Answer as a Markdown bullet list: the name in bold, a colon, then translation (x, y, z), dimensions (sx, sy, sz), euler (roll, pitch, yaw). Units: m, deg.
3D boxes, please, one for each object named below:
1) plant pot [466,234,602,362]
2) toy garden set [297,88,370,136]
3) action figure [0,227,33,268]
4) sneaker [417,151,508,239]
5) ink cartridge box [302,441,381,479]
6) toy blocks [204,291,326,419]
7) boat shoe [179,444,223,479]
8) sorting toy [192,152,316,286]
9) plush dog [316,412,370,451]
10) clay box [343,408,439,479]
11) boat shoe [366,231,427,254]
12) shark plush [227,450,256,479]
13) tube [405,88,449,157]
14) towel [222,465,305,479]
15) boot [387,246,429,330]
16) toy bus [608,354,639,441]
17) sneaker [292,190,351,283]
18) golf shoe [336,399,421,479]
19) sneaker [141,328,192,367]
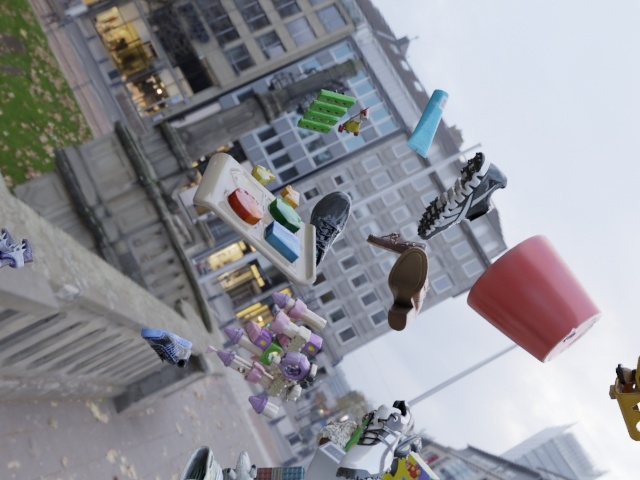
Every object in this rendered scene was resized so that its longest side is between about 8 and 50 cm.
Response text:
- **plant pot**: translation (0.561, 0.162, 1.504), dimensions (0.243, 0.275, 0.275), euler (52, -12, 30)
- **toy garden set**: translation (0.059, -0.405, 1.836), dimensions (0.244, 0.204, 0.049), euler (148, -51, -67)
- **action figure**: translation (-0.954, 0.074, 1.629), dimensions (0.285, 0.186, 0.099), euler (-54, 151, -57)
- **sneaker**: translation (0.300, -0.071, 1.215), dimensions (0.106, 0.234, 0.078), euler (27, 35, -14)
- **ink cartridge box**: translation (0.066, 0.591, 1.187), dimensions (0.275, 0.238, 0.060), euler (30, 14, 27)
- **toy blocks**: translation (-0.171, 0.323, 1.723), dimensions (0.260, 0.288, 0.309), euler (34, 26, -9)
- **boat shoe**: translation (-0.288, 0.574, 1.284), dimensions (0.302, 0.109, 0.094), euler (-93, 168, -76)
- **sorting toy**: translation (-0.095, -0.068, 1.008), dimensions (0.229, 0.041, 0.307), euler (39, 21, -19)
- **plush dog**: translation (0.122, 0.664, 1.903), dimensions (0.210, 0.226, 0.262), euler (-76, 156, -67)
- **clay box**: translation (0.139, 0.486, 1.281), dimensions (0.053, 0.127, 0.222), euler (35, 4, -46)
- **boat shoe**: translation (0.264, 0.008, 2.009), dimensions (0.073, 0.207, 0.073), euler (-95, -156, -74)
- **shark plush**: translation (-0.183, 0.625, 1.486), dimensions (0.067, 0.073, 0.161), euler (156, -85, -84)
- **tube**: translation (0.332, -0.361, 1.778), dimensions (0.080, 0.207, 0.052), euler (28, -11, -18)
- **towel**: translation (-0.178, 0.823, 1.639), dimensions (0.040, 0.272, 0.370), euler (78, 10, -46)
- **boot**: translation (0.289, 0.116, 1.760), dimensions (0.109, 0.220, 0.283), euler (14, -63, 22)
- **toy bus**: translation (0.660, 0.316, 1.211), dimensions (0.191, 0.104, 0.202), euler (33, 51, -43)
- **sneaker**: translation (0.000, 0.000, 1.473), dimensions (0.101, 0.267, 0.106), euler (29, 12, -17)
- **golf shoe**: translation (0.085, 0.307, 0.904), dimensions (0.198, 0.077, 0.093), euler (-5, 89, -56)
- **sneaker**: translation (-0.513, 0.359, 1.937), dimensions (0.232, 0.082, 0.090), euler (41, 52, -52)
